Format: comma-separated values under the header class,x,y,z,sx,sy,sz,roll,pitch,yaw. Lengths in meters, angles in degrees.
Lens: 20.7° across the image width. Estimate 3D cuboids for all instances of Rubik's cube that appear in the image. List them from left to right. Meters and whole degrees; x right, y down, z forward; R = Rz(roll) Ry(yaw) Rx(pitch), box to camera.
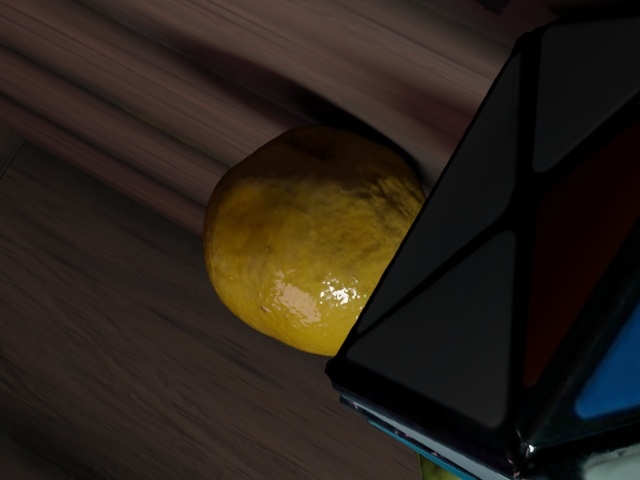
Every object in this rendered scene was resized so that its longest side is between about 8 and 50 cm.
class,x,y,z,sx,sy,sz,roll,pitch,yaw
Rubik's cube,0.189,0.045,0.878,0.246,0.250,0.248,34,175,-18

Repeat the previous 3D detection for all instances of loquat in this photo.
class,x,y,z,sx,sy,sz,roll,pitch,yaw
loquat,0.000,0.000,1.537,0.208,0.208,0.208,31,173,4

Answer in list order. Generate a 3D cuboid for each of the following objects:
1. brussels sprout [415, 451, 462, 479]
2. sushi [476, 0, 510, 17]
class,x,y,z,sx,sy,sz,roll,pitch,yaw
brussels sprout,0.224,0.123,1.201,0.316,0.274,0.243,20,145,37
sushi,0.019,-0.202,0.699,0.219,0.047,0.231,36,169,0
